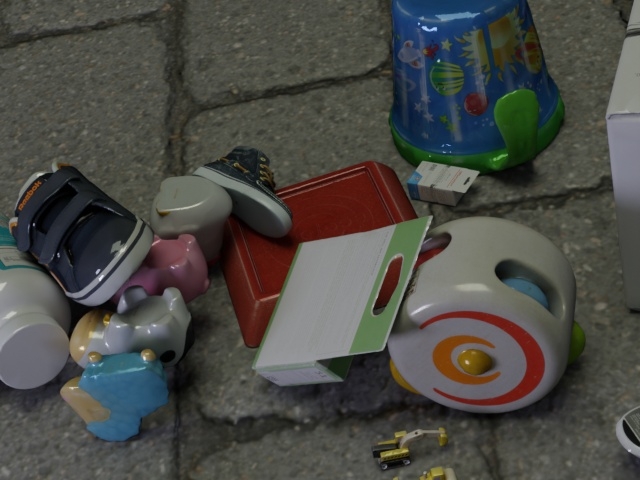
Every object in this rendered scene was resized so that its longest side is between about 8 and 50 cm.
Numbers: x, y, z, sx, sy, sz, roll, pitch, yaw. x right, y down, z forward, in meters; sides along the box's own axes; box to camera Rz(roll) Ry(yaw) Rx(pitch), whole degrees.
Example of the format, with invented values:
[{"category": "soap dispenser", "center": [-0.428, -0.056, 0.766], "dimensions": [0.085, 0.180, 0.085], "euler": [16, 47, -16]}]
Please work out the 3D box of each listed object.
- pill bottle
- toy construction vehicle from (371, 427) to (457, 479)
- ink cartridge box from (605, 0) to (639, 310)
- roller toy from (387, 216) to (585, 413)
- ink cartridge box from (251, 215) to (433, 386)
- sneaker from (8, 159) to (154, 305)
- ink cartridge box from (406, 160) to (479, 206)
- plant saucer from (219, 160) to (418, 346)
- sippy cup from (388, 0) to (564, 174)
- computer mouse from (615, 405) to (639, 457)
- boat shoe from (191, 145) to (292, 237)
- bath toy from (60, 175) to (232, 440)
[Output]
[{"category": "pill bottle", "center": [-0.397, 0.073, 1.795], "dimensions": [0.146, 0.146, 0.264], "euler": [-28, 40, -16]}, {"category": "toy construction vehicle", "center": [0.090, 0.237, 1.530], "dimensions": [0.098, 0.035, 0.086], "euler": [-12, 39, 3]}, {"category": "ink cartridge box", "center": [0.444, -0.147, 1.682], "dimensions": [0.166, 0.285, 0.395], "euler": [1, 41, 21]}, {"category": "roller toy", "center": [0.169, 0.085, 1.564], "dimensions": [0.209, 0.191, 0.146], "euler": [0, 42, 17]}, {"category": "ink cartridge box", "center": [0.035, 0.070, 1.617], "dimensions": [0.235, 0.056, 0.171], "euler": [-11, 51, 50]}, {"category": "sneaker", "center": [-0.295, -0.013, 1.742], "dimensions": [0.126, 0.127, 0.321], "euler": [-51, 20, -7]}, {"category": "ink cartridge box", "center": [0.159, -0.072, 1.886], "dimensions": [0.083, 0.028, 0.048], "euler": [12, 46, 30]}, {"category": "plant saucer", "center": [0.000, 0.000, 1.837], "dimensions": [0.258, 0.047, 0.259], "euler": [-18, 39, -4]}, {"category": "sippy cup", "center": [0.191, -0.240, 1.925], "dimensions": [0.305, 0.224, 0.240], "euler": [18, 50, 34]}, {"category": "computer mouse", "center": [0.390, 0.184, 1.498], "dimensions": [0.193, 0.042, 0.106], "euler": [-16, 43, -10]}, {"category": "boat shoe", "center": [-0.079, -0.069, 1.855], "dimensions": [0.083, 0.065, 0.183], "euler": [-38, 43, -24]}, {"category": "bath toy", "center": [-0.196, 0.070, 1.752], "dimensions": [0.151, 0.129, 0.348], "euler": [2, 43, 17]}]
